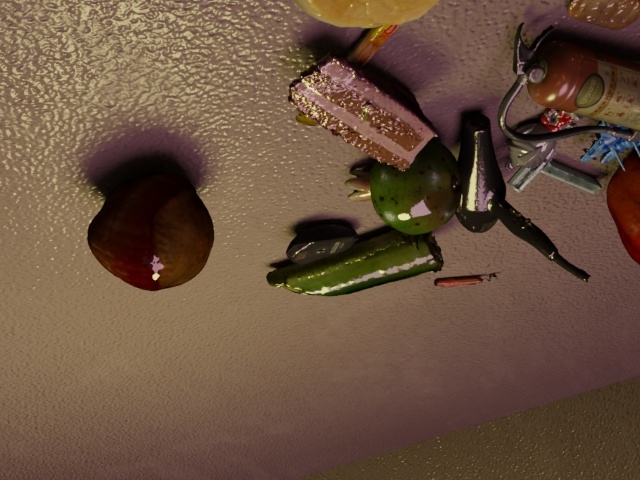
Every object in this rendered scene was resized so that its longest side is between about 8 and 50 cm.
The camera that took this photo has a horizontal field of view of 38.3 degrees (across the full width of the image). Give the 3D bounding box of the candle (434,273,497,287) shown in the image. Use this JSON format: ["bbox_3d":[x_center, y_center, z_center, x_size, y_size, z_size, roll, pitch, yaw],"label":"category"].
[{"bbox_3d":[0.365,0.101,2.312,0.167,0.021,0.026,-4,130,-15],"label":"candle"}]

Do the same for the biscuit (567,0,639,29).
[{"bbox_3d":[0.464,-0.377,1.497,0.147,0.018,0.071,5,145,-32],"label":"biscuit"}]

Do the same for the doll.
[{"bbox_3d":[0.421,-0.196,1.753,0.094,0.079,0.180,35,120,-18],"label":"doll"}]

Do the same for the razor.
[{"bbox_3d":[0.498,-0.139,1.915,0.277,0.056,0.111,8,130,-46],"label":"razor"}]

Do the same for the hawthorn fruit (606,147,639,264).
[{"bbox_3d":[0.738,-0.049,1.909,0.265,0.307,0.265,-4,148,-3],"label":"hawthorn fruit"}]

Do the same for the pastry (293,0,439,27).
[{"bbox_3d":[0.065,-0.382,1.198,0.264,0.133,0.265,-10,152,-5],"label":"pastry"}]

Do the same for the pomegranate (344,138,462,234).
[{"bbox_3d":[0.152,-0.102,1.723,0.225,0.187,0.187,1,164,38],"label":"pomegranate"}]

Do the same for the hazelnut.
[{"bbox_3d":[-0.299,-0.017,1.644,0.229,0.230,0.229,-10,151,-6],"label":"hazelnut"}]

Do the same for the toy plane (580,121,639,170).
[{"bbox_3d":[0.560,-0.218,1.770,0.169,0.078,0.246,-27,142,23],"label":"toy plane"}]

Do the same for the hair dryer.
[{"bbox_3d":[0.378,-0.057,1.723,0.120,0.359,0.304,-33,147,-19],"label":"hair dryer"}]

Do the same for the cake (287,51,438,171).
[{"bbox_3d":[0.067,-0.224,1.515,0.116,0.113,0.295,-39,143,24],"label":"cake"}]

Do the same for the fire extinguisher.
[{"bbox_3d":[0.456,-0.238,1.584,0.376,0.113,0.200,11,105,-25],"label":"fire extinguisher"}]

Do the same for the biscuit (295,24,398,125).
[{"bbox_3d":[0.047,-0.279,1.489,0.048,0.026,0.292,-2,151,-36],"label":"biscuit"}]

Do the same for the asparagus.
[{"bbox_3d":[0.076,0.062,2.032,0.381,0.108,0.128,-17,153,10],"label":"asparagus"}]

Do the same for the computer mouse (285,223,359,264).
[{"bbox_3d":[0.000,0.000,1.942,0.172,0.057,0.099,-13,152,-26],"label":"computer mouse"}]
